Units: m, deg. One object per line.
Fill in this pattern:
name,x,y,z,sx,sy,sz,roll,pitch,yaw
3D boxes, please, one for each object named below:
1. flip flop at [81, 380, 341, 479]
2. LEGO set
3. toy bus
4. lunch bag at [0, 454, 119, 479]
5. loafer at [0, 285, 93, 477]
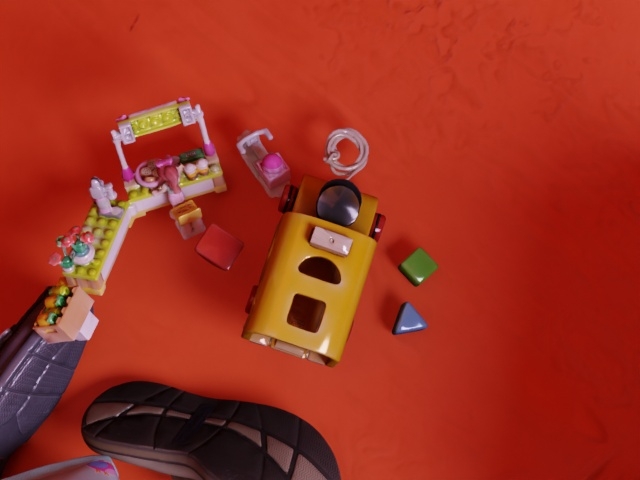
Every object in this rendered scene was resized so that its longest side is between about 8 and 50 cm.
flip flop,-0.098,0.204,1.700,0.277,0.080,0.112,12,40,30
LEGO set,-0.172,-0.037,1.718,0.287,0.107,0.132,-36,55,-18
toy bus,0.002,0.013,1.666,0.191,0.104,0.202,-27,86,-10
lunch bag,-0.288,0.314,1.616,0.262,0.223,0.160,-12,114,-2
loafer,-0.326,0.167,1.760,0.095,0.109,0.303,29,89,23
